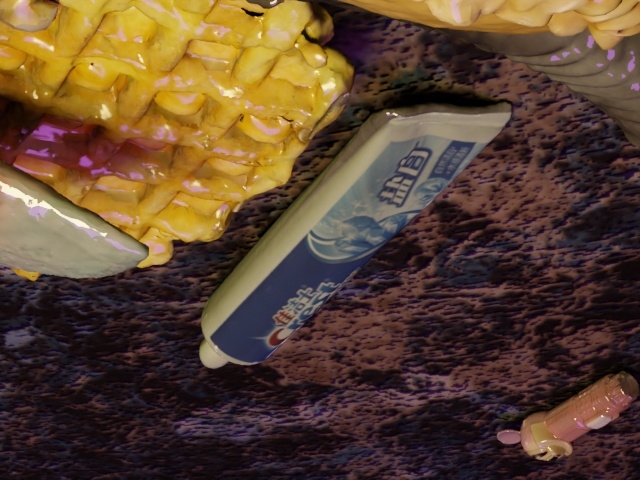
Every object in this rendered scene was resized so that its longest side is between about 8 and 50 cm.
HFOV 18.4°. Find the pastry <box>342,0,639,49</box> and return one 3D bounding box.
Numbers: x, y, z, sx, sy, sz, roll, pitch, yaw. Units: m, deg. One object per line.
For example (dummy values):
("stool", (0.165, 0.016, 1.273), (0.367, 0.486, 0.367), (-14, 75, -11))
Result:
("pastry", (0.080, -0.168, 0.555), (0.284, 0.184, 0.316), (-29, 143, 6))

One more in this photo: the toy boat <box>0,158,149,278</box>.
("toy boat", (-0.208, -0.049, 0.832), (0.282, 0.096, 0.206), (28, 146, -13))

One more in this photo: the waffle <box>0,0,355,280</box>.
("waffle", (-0.115, -0.062, 0.915), (0.280, 0.060, 0.262), (-9, 150, 18))

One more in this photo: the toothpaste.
("toothpaste", (0.001, 0.001, 1.035), (0.069, 0.047, 0.268), (26, 139, -16))

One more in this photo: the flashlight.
("flashlight", (0.159, 0.113, 1.231), (0.052, 0.031, 0.110), (18, 145, -26))

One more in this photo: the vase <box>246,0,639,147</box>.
("vase", (0.077, -0.106, 0.801), (0.237, 0.115, 0.115), (23, 143, -36))
